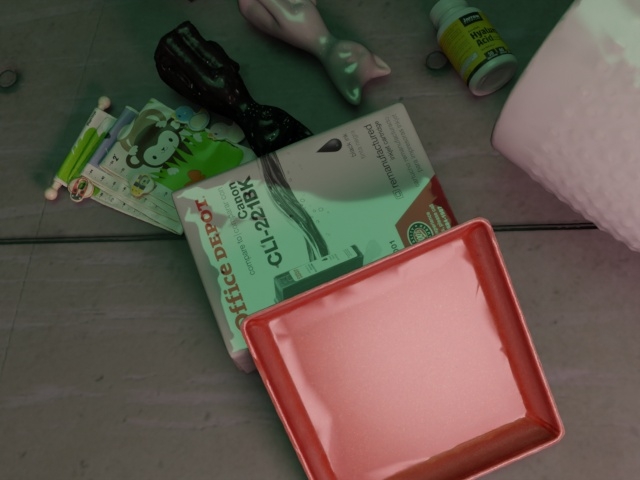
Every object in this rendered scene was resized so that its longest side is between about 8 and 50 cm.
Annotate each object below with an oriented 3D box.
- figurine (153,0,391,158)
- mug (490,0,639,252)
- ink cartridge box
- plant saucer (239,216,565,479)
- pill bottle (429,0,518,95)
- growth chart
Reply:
[{"bbox_3d":[-0.050,-0.207,1.149,0.215,0.092,0.209,-42,74,-15],"label":"figurine"},{"bbox_3d":[0.389,-0.129,0.910,0.328,0.374,0.276,40,61,14],"label":"mug"},{"bbox_3d":[0.000,0.000,1.040,0.272,0.114,0.197,-22,73,-1],"label":"ink cartridge box"},{"bbox_3d":[0.084,0.133,0.960,0.259,0.048,0.259,-23,106,-1],"label":"plant saucer"},{"bbox_3d":[0.178,-0.235,1.142,0.065,0.065,0.116,-29,68,-4],"label":"pill bottle"},{"bbox_3d":[-0.195,-0.094,1.161,0.237,0.021,0.172,17,73,11],"label":"growth chart"}]
